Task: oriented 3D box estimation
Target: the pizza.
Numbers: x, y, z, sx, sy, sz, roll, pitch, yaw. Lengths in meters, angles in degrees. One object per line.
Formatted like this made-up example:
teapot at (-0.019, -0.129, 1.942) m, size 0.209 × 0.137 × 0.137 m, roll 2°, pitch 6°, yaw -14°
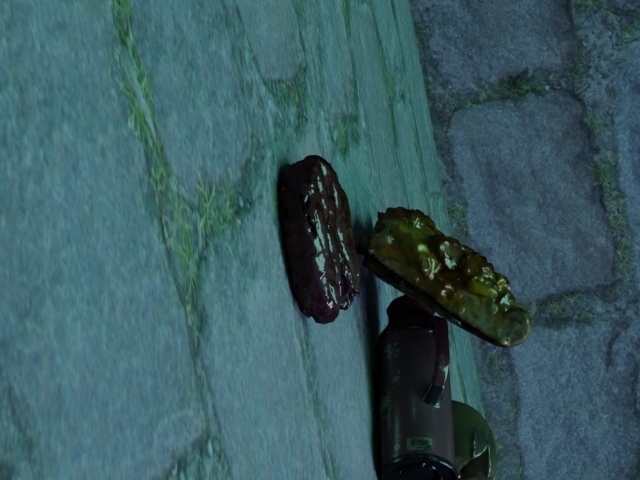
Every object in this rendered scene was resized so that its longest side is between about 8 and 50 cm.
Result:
pizza at (0.175, 0.040, 2.013) m, size 0.278 × 0.114 × 0.409 m, roll 32°, pitch 5°, yaw -29°

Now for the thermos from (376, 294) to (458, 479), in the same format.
thermos at (0.137, 0.203, 1.962) m, size 0.136 × 0.109 × 0.330 m, roll 82°, pitch 6°, yaw -48°

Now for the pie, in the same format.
pie at (0.000, 0.000, 1.607) m, size 0.219 × 0.054 × 0.204 m, roll 24°, pitch 57°, yaw -74°

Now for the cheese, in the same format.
cheese at (0.194, 0.326, 2.023) m, size 0.202 × 0.091 × 0.175 m, roll 134°, pitch -44°, yaw -57°
